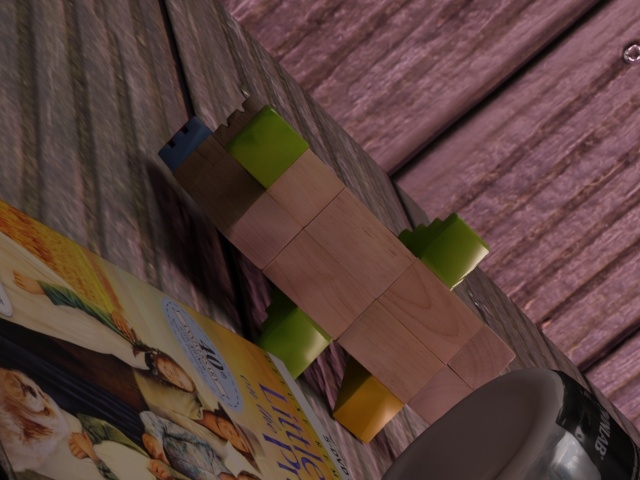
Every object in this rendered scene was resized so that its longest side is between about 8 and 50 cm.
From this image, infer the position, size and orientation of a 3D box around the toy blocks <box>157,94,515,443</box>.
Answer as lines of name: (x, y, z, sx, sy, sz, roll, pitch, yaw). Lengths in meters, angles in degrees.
toy blocks: (0.000, 0.000, 1.553, 0.381, 0.191, 0.261, 44, 1, -31)

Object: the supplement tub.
supplement tub: (0.205, 0.273, 1.289, 0.338, 0.207, 0.207, 47, 12, -14)

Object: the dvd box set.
dvd box set: (-0.089, 0.130, 0.996, 0.420, 0.062, 0.308, 35, 19, -51)
